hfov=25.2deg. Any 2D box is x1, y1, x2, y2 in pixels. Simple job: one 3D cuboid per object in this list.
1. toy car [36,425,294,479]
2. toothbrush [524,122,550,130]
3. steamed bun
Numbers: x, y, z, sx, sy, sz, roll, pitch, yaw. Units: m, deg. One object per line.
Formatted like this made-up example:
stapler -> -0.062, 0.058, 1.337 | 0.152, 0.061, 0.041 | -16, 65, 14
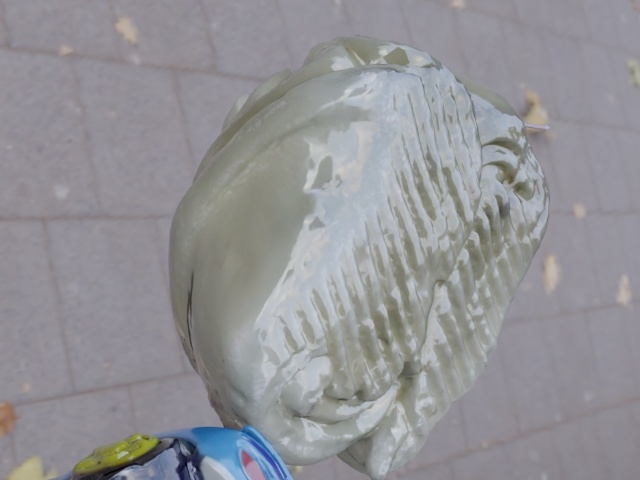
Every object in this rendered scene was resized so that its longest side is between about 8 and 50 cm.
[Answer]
toy car -> -0.144, 0.218, 0.896 | 0.166, 0.314, 0.198 | -32, 102, -64
toothbrush -> 0.190, -0.120, 1.442 | 0.097, 0.008, 0.006 | 7, 37, -22
steamed bun -> 0.006, 0.003, 1.103 | 0.310, 0.219, 0.324 | 28, 84, -52
